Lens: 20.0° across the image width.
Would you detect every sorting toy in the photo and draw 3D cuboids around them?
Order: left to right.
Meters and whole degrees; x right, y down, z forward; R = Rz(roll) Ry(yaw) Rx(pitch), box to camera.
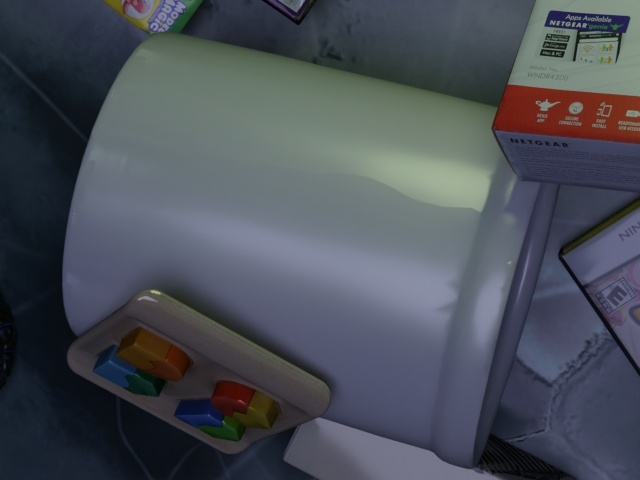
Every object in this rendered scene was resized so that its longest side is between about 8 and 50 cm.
[{"bbox_3d":[-0.113,0.125,1.583,0.193,0.208,0.038,30,62,-13],"label":"sorting toy"}]

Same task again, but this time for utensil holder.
[{"bbox_3d":[0.000,0.000,1.663,0.386,0.327,0.327,15,104,11],"label":"utensil holder"}]

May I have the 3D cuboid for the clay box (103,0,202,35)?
[{"bbox_3d":[-0.196,-0.304,1.774,0.222,0.053,0.127,38,104,1],"label":"clay box"}]

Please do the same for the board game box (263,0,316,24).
[{"bbox_3d":[-0.104,-0.384,1.714,0.347,0.056,0.208,35,93,2],"label":"board game box"}]

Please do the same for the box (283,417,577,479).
[{"bbox_3d":[0.110,0.226,1.792,0.275,0.113,0.094,27,105,4],"label":"box"}]

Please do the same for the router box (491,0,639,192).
[{"bbox_3d":[0.339,-0.177,1.446,0.335,0.082,0.301,7,63,28],"label":"router box"}]

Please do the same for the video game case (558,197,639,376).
[{"bbox_3d":[0.405,0.057,1.734,0.248,0.035,0.275,-34,93,16],"label":"video game case"}]

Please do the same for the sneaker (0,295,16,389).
[{"bbox_3d":[-0.387,0.064,1.886,0.087,0.083,0.221,-20,92,28],"label":"sneaker"}]
